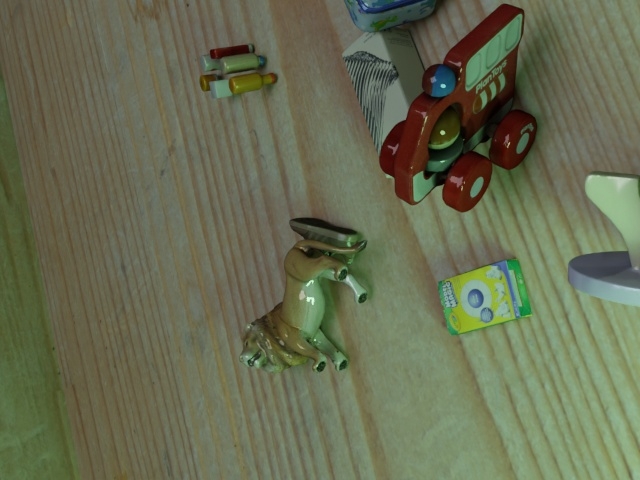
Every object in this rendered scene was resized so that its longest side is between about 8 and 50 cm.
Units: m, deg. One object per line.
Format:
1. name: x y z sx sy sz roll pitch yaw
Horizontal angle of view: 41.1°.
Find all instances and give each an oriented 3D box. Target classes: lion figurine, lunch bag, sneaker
1. lion figurine: -0.037 0.126 1.778 0.240 0.142 0.392 35 115 37
2. lunch bag: 0.116 -0.504 1.576 0.090 0.176 0.219 98 153 -68
3. sneaker: 0.000 0.000 1.789 0.188 0.066 0.071 18 110 46

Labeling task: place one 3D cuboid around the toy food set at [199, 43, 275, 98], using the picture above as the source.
1. toy food set: -0.199 -0.395 1.983 0.232 0.104 0.111 14 116 63

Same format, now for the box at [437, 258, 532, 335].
1. box: 0.280 0.105 1.519 0.179 0.043 0.105 -24 74 46

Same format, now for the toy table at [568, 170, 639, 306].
1. toy table: 0.485 -0.006 1.172 0.274 0.252 0.161 3 108 16

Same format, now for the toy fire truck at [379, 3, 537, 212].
1. toy fire truck: 0.220 -0.209 1.370 0.169 0.302 0.254 32 150 31

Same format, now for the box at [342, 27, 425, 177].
1. box: 0.144 -0.260 1.607 0.113 0.094 0.275 -35 66 42
